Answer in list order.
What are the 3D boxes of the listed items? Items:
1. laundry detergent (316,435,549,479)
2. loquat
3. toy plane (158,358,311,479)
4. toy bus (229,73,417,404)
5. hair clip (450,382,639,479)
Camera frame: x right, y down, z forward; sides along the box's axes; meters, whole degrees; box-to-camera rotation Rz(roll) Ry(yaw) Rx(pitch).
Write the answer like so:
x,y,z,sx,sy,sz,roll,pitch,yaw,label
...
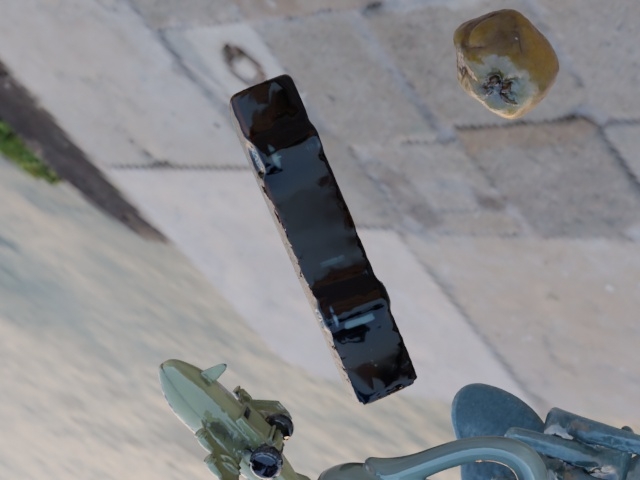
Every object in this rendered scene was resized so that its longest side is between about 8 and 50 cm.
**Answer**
x,y,z,sx,sy,sz,roll,pitch,yaw,label
0.146,0.294,1.328,0.280,0.105,0.215,-10,94,17,laundry detergent
0.211,-0.202,1.606,0.113,0.137,0.137,-33,117,21,loquat
-0.091,0.222,1.576,0.092,0.229,0.244,-28,108,23,toy plane
0.000,0.000,1.706,0.092,0.093,0.408,159,89,-80,toy bus
0.299,0.361,1.717,0.392,0.318,0.238,16,176,16,hair clip
